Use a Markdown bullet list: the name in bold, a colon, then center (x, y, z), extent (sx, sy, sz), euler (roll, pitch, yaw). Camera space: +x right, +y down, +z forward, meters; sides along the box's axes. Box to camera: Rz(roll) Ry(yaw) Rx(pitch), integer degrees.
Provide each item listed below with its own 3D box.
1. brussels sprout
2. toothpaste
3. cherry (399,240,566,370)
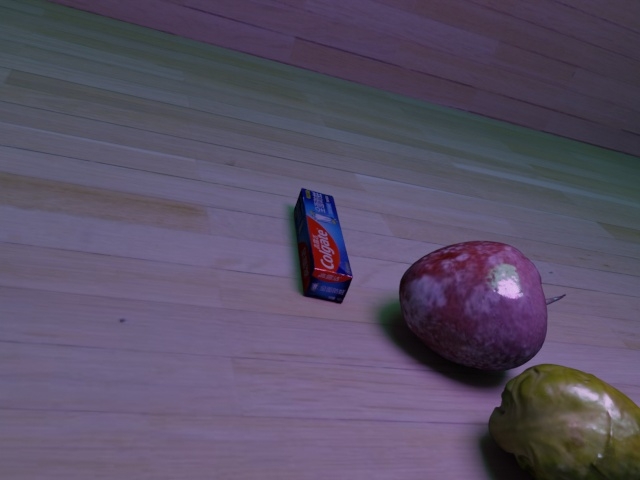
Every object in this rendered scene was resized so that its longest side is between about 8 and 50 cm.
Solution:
- **brussels sprout**: center (0.345, 0.256, 0.806), extent (0.223, 0.161, 0.223), euler (16, 0, 0)
- **toothpaste**: center (-0.001, 0.000, 1.179), extent (0.077, 0.066, 0.320), euler (13, 28, -14)
- **cherry**: center (0.277, 0.109, 1.018), extent (0.286, 0.212, 0.236), euler (-2, 7, -2)
